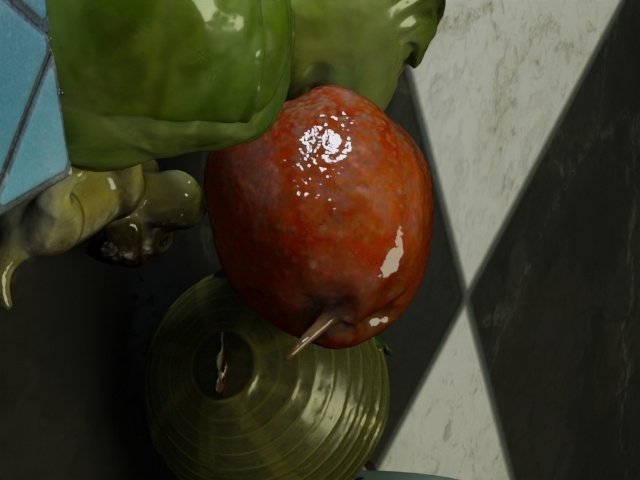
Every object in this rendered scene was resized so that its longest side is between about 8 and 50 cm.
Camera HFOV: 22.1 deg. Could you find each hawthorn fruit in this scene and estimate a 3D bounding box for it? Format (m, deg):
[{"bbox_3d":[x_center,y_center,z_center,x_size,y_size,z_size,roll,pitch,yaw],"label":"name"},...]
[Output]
[{"bbox_3d":[0.000,0.000,1.450,0.210,0.210,0.262,59,24,-52],"label":"hawthorn fruit"}]

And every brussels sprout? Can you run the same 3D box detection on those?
[{"bbox_3d":[0.008,-0.271,1.556,0.344,0.268,0.344,5,90,-69],"label":"brussels sprout"},{"bbox_3d":[-0.137,-0.198,1.258,0.328,0.247,0.328,-172,-90,-75],"label":"brussels sprout"}]

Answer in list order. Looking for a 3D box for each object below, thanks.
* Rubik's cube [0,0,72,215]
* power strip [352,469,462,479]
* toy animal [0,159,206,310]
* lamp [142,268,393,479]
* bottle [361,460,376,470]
[{"bbox_3d":[-0.312,-0.111,1.073,0.205,0.207,0.205,-39,131,-52],"label":"Rubik's cube"},{"bbox_3d":[0.044,0.343,1.655,0.357,0.357,0.161,-10,100,-61],"label":"power strip"},{"bbox_3d":[-0.194,-0.045,1.422,0.233,0.121,0.169,-22,129,-55],"label":"toy animal"},{"bbox_3d":[-0.063,0.140,1.576,0.284,0.250,0.250,36,67,-69],"label":"lamp"},{"bbox_3d":[0.038,0.294,2.037,0.101,0.047,0.063,-11,98,-62],"label":"bottle"}]
